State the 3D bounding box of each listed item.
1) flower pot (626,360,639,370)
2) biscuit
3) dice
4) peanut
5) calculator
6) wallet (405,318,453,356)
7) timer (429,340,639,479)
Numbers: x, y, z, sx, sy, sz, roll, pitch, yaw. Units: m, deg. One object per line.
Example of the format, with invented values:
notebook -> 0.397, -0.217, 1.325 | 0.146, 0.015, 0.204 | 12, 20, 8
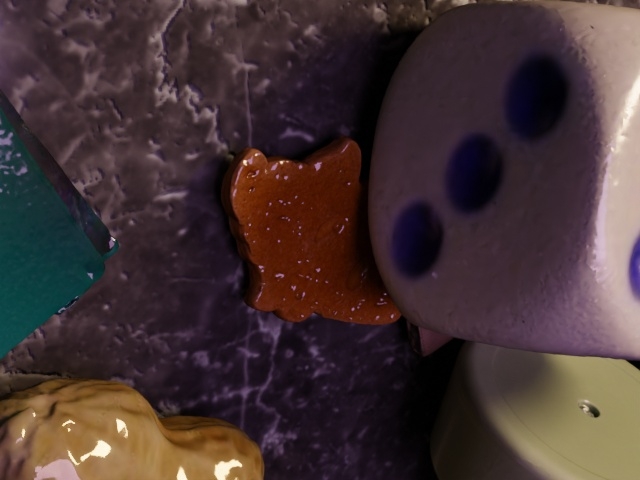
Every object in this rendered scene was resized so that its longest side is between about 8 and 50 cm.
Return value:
flower pot -> 0.389, 0.214, 1.460 | 0.148, 0.235, 0.235 | 14, 98, -60
biscuit -> 0.000, 0.000, 1.164 | 0.183, 0.043, 0.280 | -53, 135, -5
dice -> 0.243, -0.054, 1.156 | 0.304, 0.277, 0.304 | 3, 93, -45
peanut -> -0.168, 0.200, 1.047 | 0.306, 0.147, 0.147 | 30, 87, -42
calculator -> -0.314, 0.011, 0.909 | 0.274, 0.058, 0.248 | -44, 127, -17
wallet -> 0.145, 0.043, 1.296 | 0.153, 0.039, 0.117 | -25, 118, -33
timer -> 0.222, 0.294, 1.334 | 0.291, 0.291, 0.315 | -1, 128, -38
